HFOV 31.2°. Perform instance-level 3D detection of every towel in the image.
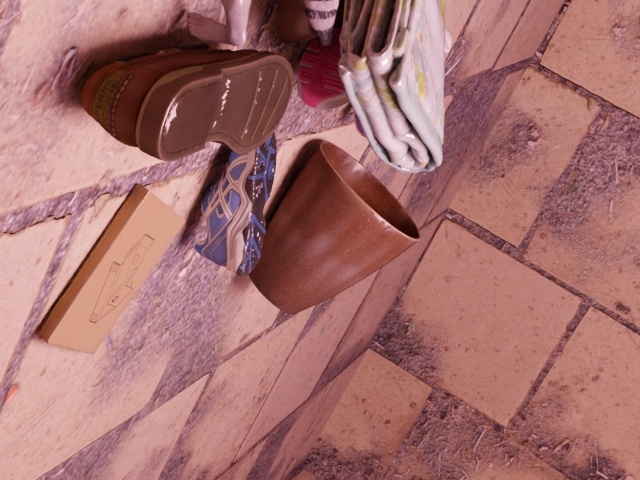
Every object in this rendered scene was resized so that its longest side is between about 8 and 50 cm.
[{"bbox_3d":[0.100,-0.278,1.343,0.374,0.090,0.321,50,44,-74],"label":"towel"}]

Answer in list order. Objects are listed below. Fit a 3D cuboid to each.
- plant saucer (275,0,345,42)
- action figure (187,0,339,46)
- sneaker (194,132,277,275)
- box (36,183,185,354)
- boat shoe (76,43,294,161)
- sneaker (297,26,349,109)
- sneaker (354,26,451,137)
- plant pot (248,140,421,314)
[{"bbox_3d":[0.016,-0.320,1.391,0.199,0.036,0.198,-52,166,-19],"label":"plant saucer"},{"bbox_3d":[0.030,-0.339,1.049,0.341,0.178,0.330,-37,176,-28],"label":"action figure"},{"bbox_3d":[-0.110,-0.063,1.460,0.080,0.081,0.211,-15,118,-70],"label":"sneaker"},{"bbox_3d":[-0.238,0.039,1.331,0.201,0.021,0.164,-57,168,-5],"label":"box"},{"bbox_3d":[-0.123,-0.151,1.134,0.307,0.104,0.111,-17,129,-69],"label":"boat shoe"},{"bbox_3d":[0.050,-0.239,1.564,0.252,0.103,0.111,-46,161,-40],"label":"sneaker"},{"bbox_3d":[0.122,-0.271,1.809,0.236,0.095,0.104,-60,161,-11],"label":"sneaker"},{"bbox_3d":[0.000,0.000,1.793,0.230,0.215,0.215,-45,170,14],"label":"plant pot"}]
